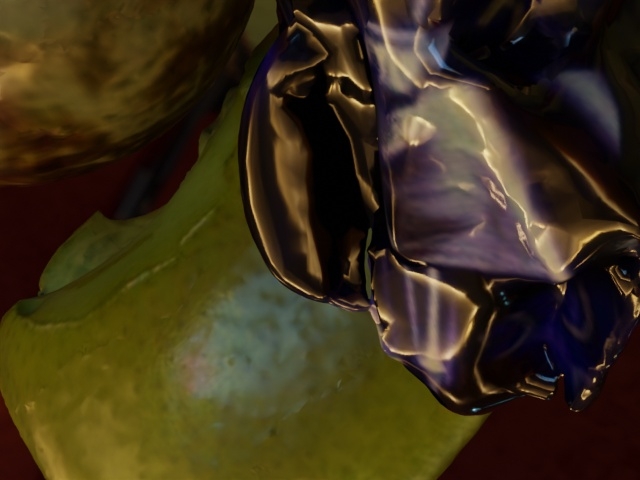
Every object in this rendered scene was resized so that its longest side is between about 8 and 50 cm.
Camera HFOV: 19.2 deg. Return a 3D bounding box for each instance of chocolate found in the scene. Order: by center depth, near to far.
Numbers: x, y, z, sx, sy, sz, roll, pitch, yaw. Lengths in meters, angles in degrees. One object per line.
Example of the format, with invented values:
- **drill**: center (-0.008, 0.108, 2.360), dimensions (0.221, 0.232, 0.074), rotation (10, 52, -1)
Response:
- **chocolate**: center (0.019, -0.118, 0.331), dimensions (0.148, 0.126, 0.343), rotation (38, 146, 46)

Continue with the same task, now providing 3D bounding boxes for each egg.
- **egg**: center (-0.141, -0.139, 0.832), dimensions (0.238, 0.238, 0.289), rotation (28, 163, 7)

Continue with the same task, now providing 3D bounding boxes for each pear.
- **pear**: center (0.000, 0.000, 0.863), dimensions (0.176, 0.282, 0.286), rotation (40, -163, -11)
